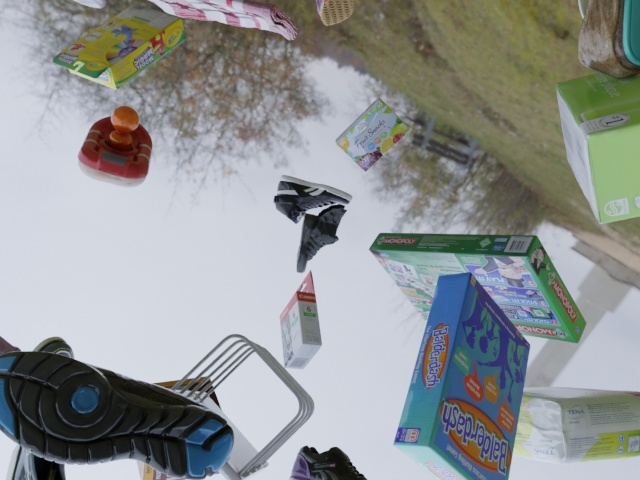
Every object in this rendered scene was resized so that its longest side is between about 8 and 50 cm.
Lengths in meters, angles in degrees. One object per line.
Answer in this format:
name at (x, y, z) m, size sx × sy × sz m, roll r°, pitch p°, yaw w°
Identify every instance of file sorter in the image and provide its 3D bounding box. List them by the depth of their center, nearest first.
file sorter at (-0.129, 0.292, 1.190) m, size 0.193 × 0.173 × 0.277 m, roll 45°, pitch 173°, yaw 13°

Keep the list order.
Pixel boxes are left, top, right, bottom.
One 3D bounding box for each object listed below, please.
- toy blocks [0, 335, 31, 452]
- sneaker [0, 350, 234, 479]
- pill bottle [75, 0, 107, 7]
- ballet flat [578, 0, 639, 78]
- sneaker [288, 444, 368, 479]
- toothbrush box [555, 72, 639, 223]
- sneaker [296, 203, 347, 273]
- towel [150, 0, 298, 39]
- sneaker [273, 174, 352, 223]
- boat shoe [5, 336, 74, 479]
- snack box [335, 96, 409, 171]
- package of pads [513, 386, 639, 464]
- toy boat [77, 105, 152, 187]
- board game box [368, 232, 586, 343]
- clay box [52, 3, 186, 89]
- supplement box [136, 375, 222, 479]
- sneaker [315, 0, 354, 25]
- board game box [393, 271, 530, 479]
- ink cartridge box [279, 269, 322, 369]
toy blocks at (-0.574, 0.210, 0.883) m, size 0.289 × 0.260 × 0.309 m, roll 12°, pitch -145°, yaw 40°
sneaker at (-0.293, 0.241, 0.915) m, size 0.341 × 0.125 × 0.140 m, roll 29°, pitch 168°, yaw -25°
pill bottle at (-0.387, -0.487, 1.133) m, size 0.087 × 0.160 × 0.087 m, roll 17°, pitch -179°, yaw 0°
ballet flat at (0.380, -0.372, 0.825) m, size 0.116 × 0.342 × 0.124 m, roll 3°, pitch -173°, yaw -23°
sneaker at (0.049, 0.587, 1.685) m, size 0.283 × 0.124 × 0.107 m, roll 3°, pitch 155°, yaw 30°
toothbrush box at (0.451, -0.144, 0.801) m, size 0.283 × 0.122 × 0.206 m, roll -11°, pitch -153°, yaw 16°
sneaker at (0.000, -0.001, 1.462) m, size 0.089 × 0.170 × 0.051 m, roll 7°, pitch -159°, yaw -6°
towel at (-0.226, -0.489, 1.408) m, size 0.329 × 0.037 × 0.237 m, roll 14°, pitch -171°, yaw 9°
sneaker at (-0.025, -0.095, 1.813) m, size 0.217 × 0.121 × 0.079 m, roll 16°, pitch 177°, yaw 23°
boat shoe at (-0.481, 0.334, 1.198) m, size 0.099 × 0.319 × 0.116 m, roll 16°, pitch -174°, yaw 31°
snack box at (0.118, -0.241, 1.522) m, size 0.100 × 0.141 × 0.037 m, roll 42°, pitch -163°, yaw -16°
package of pads at (0.377, 0.298, 1.112) m, size 0.229 × 0.101 × 0.296 m, roll 3°, pitch 169°, yaw -23°
toy boat at (-0.443, -0.227, 1.479) m, size 0.151 × 0.151 × 0.231 m, roll 15°, pitch -155°, yaw -17°
board game box at (0.257, 0.074, 1.131) m, size 0.317 × 0.046 × 0.213 m, roll 2°, pitch 141°, yaw 48°
clay box at (-0.373, -0.357, 1.244) m, size 0.127 × 0.053 × 0.222 m, roll 24°, pitch -125°, yaw 25°
supplement box at (-0.328, 0.435, 1.538) m, size 0.191 × 0.129 × 0.194 m, roll -3°, pitch -149°, yaw -24°
sneaker at (0.011, -0.456, 1.163) m, size 0.185 × 0.070 × 0.083 m, roll 63°, pitch -172°, yaw -71°
board game box at (0.167, 0.166, 0.746) m, size 0.160 × 0.047 × 0.210 m, roll 45°, pitch -129°, yaw -32°
ink cartridge box at (-0.028, 0.098, 0.847) m, size 0.029 × 0.063 × 0.115 m, roll 10°, pitch -131°, yaw -23°
